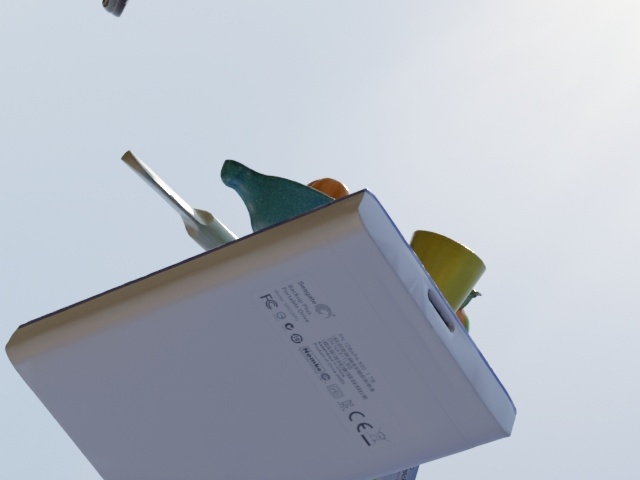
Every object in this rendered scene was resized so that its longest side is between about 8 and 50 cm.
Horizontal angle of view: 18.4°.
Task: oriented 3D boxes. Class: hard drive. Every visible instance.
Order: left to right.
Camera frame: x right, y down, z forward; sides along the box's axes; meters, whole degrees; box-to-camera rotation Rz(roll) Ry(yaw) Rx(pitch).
[{"bbox_3d":[-0.047,0.101,1.436,0.318,0.210,0.040,-21,-153,29],"label":"hard drive"}]

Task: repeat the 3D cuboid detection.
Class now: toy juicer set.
[{"bbox_3d":[0.000,0.000,1.762,0.329,0.209,0.089,23,-106,18],"label":"toy juicer set"}]

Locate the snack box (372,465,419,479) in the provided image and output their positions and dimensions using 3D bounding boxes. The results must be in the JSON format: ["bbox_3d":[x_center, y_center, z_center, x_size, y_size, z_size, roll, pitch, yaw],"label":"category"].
[{"bbox_3d":[0.060,0.148,1.626,0.100,0.037,0.141,-100,-163,-48],"label":"snack box"}]

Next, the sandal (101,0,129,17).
[{"bbox_3d":[-0.157,-0.245,1.608,0.072,0.049,0.180,-62,-175,-31],"label":"sandal"}]
